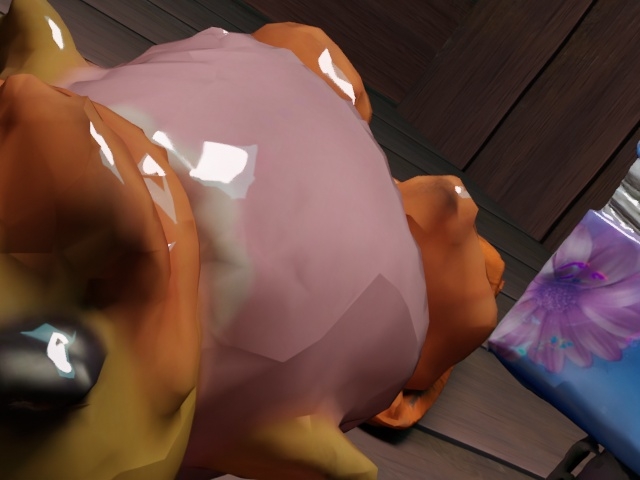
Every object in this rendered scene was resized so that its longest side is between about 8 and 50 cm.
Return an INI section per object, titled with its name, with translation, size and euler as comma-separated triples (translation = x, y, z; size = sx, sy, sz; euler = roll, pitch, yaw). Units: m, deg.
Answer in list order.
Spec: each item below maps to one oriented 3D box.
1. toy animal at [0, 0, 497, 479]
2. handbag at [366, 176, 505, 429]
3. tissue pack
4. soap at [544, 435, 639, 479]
[toy animal]
translation = -0.076, 0.018, 0.425
size = 0.195, 0.169, 0.281
euler = 51, 23, 10
[handbag]
translation = 0.000, 0.000, 1.220
size = 0.303, 0.116, 0.410
euler = 35, 10, 5
[tissue pack]
translation = 0.234, 0.078, 0.706
size = 0.263, 0.146, 0.198
euler = 39, 11, 17
[soap]
translation = 0.244, 0.286, 0.670
size = 0.446, 0.156, 0.261
euler = 40, 11, 16
